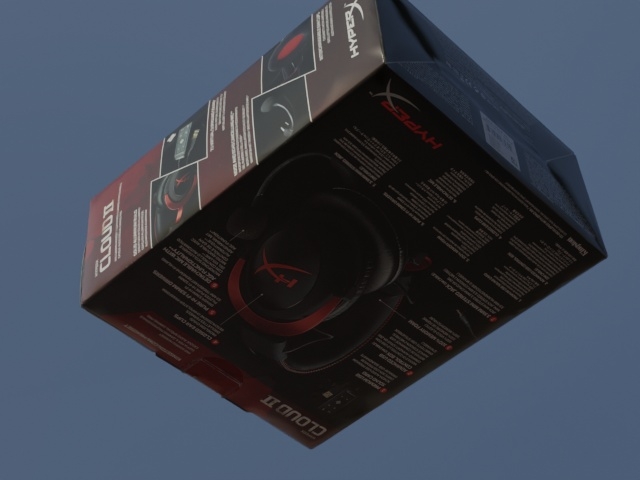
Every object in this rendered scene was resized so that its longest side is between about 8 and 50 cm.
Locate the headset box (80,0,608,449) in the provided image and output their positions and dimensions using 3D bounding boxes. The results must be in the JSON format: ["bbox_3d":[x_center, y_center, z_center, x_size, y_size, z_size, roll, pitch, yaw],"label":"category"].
[{"bbox_3d":[0.000,0.000,0.901,0.293,0.110,0.218,-37,-55,26],"label":"headset box"}]
